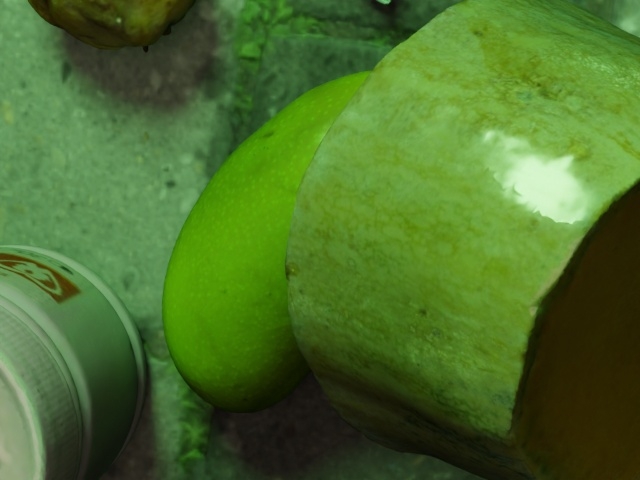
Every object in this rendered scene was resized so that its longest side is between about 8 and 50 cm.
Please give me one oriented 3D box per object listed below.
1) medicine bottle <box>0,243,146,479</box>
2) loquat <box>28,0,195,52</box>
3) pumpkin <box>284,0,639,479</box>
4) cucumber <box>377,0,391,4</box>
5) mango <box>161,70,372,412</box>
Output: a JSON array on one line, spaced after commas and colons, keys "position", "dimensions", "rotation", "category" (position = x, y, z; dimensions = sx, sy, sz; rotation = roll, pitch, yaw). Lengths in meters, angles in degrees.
[{"position": [-0.242, 0.114, 1.249], "dimensions": [0.202, 0.316, 0.202], "rotation": [0, 95, 5], "category": "medicine bottle"}, {"position": [-0.148, -0.200, 1.319], "dimensions": [0.137, 0.113, 0.137], "rotation": [0, 91, -19], "category": "loquat"}, {"position": [0.161, 0.018, 1.176], "dimensions": [0.332, 0.199, 0.332], "rotation": [-15, 117, -31], "category": "pumpkin"}, {"position": [-0.005, -0.280, 1.322], "dimensions": [0.056, 0.056, 0.250], "rotation": [-27, 91, 8], "category": "cucumber"}, {"position": [0.000, 0.000, 1.308], "dimensions": [0.175, 0.143, 0.293], "rotation": [43, 108, -7], "category": "mango"}]
